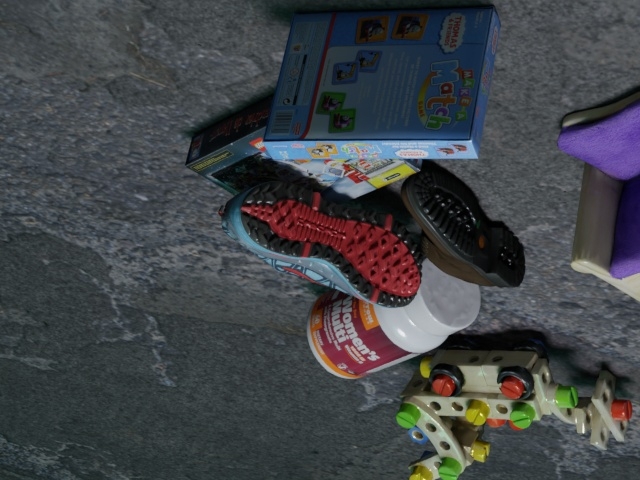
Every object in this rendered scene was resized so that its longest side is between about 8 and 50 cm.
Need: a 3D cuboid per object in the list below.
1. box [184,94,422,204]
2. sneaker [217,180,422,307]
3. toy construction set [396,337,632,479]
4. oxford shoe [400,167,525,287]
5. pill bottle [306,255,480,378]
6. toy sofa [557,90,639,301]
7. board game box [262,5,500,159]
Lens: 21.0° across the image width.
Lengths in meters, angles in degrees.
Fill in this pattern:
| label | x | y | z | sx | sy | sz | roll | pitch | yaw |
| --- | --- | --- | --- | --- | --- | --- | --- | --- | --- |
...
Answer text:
| label | x | y | z | sx | sy | sz | roll | pitch | yaw |
| --- | --- | --- | --- | --- | --- | --- | --- | --- | --- |
| box | -0.019 | -0.099 | 1.942 | 0.159 | 0.044 | 0.233 | 31 | 146 | -31 |
| sneaker | 0.000 | 0.000 | 1.996 | 0.262 | 0.104 | 0.125 | 27 | 166 | -27 |
| toy construction set | 0.245 | 0.230 | 2.308 | 0.328 | 0.151 | 0.215 | -10 | 120 | 21 |
| oxford shoe | 0.145 | -0.006 | 2.007 | 0.096 | 0.082 | 0.227 | -4 | 146 | 35 |
| pill bottle | 0.091 | 0.091 | 2.155 | 0.121 | 0.121 | 0.221 | 28 | 147 | -26 |
| toy sofa | 0.401 | -0.074 | 1.717 | 0.177 | 0.150 | 0.362 | 28 | 147 | -28 |
| board game box | 0.061 | -0.154 | 1.695 | 0.212 | 0.160 | 0.039 | 1 | 150 | 21 |
